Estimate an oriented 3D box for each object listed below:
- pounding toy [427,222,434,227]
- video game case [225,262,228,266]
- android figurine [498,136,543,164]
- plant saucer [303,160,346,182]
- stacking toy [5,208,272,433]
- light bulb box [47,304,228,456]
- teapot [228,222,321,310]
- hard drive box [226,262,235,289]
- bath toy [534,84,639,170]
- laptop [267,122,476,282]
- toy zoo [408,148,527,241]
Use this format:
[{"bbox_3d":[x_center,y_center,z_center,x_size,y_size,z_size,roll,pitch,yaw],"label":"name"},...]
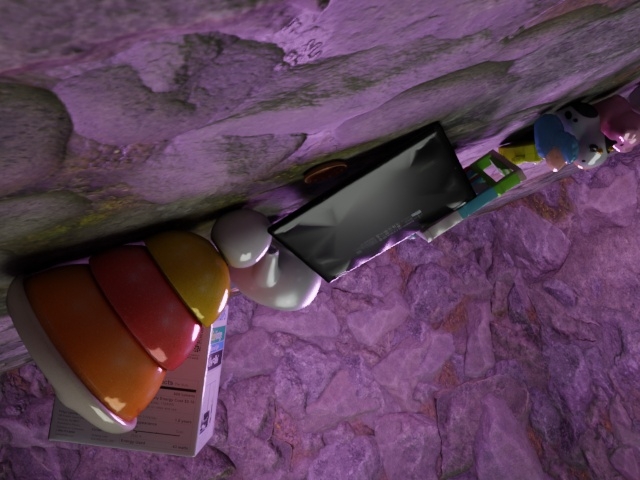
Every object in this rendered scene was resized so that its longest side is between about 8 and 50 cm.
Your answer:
[{"bbox_3d":[0.232,-0.112,1.555,0.236,0.110,0.183,9,-166,16],"label":"pounding toy"},{"bbox_3d":[-0.318,0.115,1.662,0.206,0.026,0.227,-28,-170,-24],"label":"video game case"},{"bbox_3d":[0.571,-0.236,1.402,0.272,0.056,0.248,-20,-168,-20],"label":"android figurine"},{"bbox_3d":[0.008,-0.128,1.028,0.083,0.013,0.083,-19,173,-3],"label":"plant saucer"},{"bbox_3d":[-0.297,0.098,1.077,0.479,0.351,0.350,-35,178,-15],"label":"stacking toy"},{"bbox_3d":[-0.442,0.320,1.406,0.357,0.361,0.225,7,174,0],"label":"light bulb box"},{"bbox_3d":[-0.094,0.038,1.369,0.252,0.256,0.187,11,112,-36],"label":"teapot"},{"bbox_3d":[-0.217,0.096,1.883,0.232,0.089,0.181,-21,174,12],"label":"hard drive box"},{"bbox_3d":[0.659,-0.258,1.237,0.348,0.152,0.129,-20,-169,-14],"label":"bath toy"},{"bbox_3d":[0.116,-0.106,1.242,0.381,0.236,0.408,-32,142,13],"label":"laptop"},{"bbox_3d":[0.308,-0.096,1.280,0.293,0.030,0.192,-34,-161,12],"label":"toy zoo"}]
